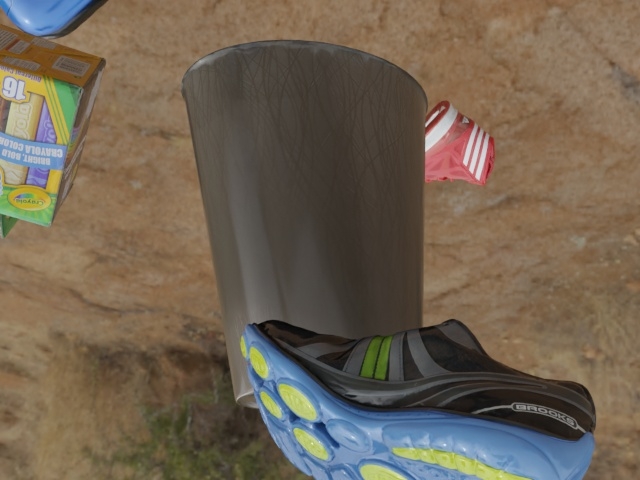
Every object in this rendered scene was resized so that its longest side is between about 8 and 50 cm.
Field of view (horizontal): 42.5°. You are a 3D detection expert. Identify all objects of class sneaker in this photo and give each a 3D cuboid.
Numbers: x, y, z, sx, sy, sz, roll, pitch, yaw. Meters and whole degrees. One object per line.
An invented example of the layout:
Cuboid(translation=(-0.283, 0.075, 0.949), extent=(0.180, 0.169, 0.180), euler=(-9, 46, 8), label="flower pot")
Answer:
Cuboid(translation=(0.167, -0.096, 1.187), extent=(0.128, 0.087, 0.221), euler=(32, 148, -9), label="sneaker")
Cuboid(translation=(0.036, 0.073, 0.375), extent=(0.188, 0.078, 0.067), euler=(9, 120, 42), label="sneaker")

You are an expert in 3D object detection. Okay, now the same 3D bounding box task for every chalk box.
Cuboid(translation=(-0.455, -0.147, 1.230), extent=(0.179, 0.180, 0.289), euler=(18, 114, -12), label="chalk box")

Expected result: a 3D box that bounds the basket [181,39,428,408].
Cuboid(translation=(0.000, 0.000, 0.592), extent=(0.204, 0.226, 0.154), euler=(11, 156, -38), label="basket")

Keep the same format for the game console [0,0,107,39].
Cuboid(translation=(-0.114, -0.302, 0.538), extent=(0.293, 0.250, 0.173), euler=(-37, 176, 13), label="game console")
